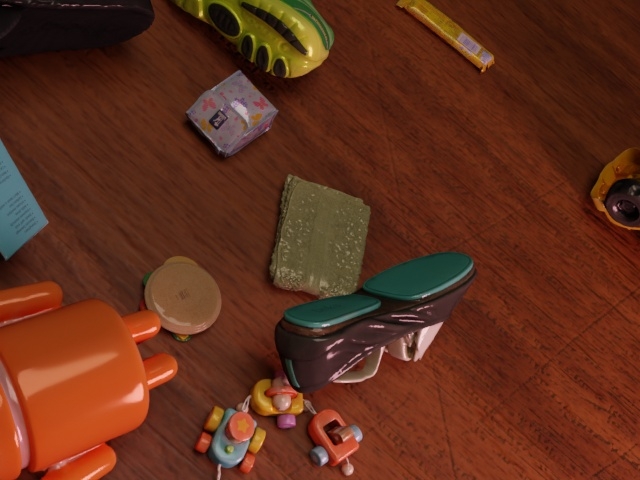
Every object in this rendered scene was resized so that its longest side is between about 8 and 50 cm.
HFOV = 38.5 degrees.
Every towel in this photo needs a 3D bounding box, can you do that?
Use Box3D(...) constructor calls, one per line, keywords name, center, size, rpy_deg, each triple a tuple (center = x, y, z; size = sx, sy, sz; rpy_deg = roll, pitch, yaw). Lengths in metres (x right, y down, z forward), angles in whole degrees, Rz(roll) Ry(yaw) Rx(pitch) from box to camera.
Box3D(name="towel", center=(0.000, 0.000, 1.031), size=(0.110, 0.027, 0.148), rpy_deg=(19, 56, -16))

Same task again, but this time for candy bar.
Box3D(name="candy bar", center=(0.177, -0.294, 1.285), size=(0.161, 0.018, 0.040), rpy_deg=(39, 57, -2))

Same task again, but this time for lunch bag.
Box3D(name="lunch bag", center=(-0.102, -0.142, 1.046), size=(0.083, 0.053, 0.071), rpy_deg=(-39, 82, -27))

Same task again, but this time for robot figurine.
Box3D(name="robot figurine", center=(-0.234, 0.128, 0.784), size=(0.219, 0.158, 0.128), rpy_deg=(-18, 33, -33))

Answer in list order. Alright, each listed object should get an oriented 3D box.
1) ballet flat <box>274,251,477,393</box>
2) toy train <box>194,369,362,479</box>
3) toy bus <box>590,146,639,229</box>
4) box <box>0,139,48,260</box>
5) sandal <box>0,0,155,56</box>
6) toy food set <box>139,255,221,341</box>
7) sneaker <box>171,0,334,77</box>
Box3D(name="ballet flat", center=(0.060, 0.087, 0.966), size=(0.280, 0.095, 0.096), rpy_deg=(-16, 114, -40))
Box3D(name="toy train", center=(-0.036, 0.191, 0.894), size=(0.166, 0.046, 0.125), rpy_deg=(-21, 73, -33))
Box3D(name="toy bus", center=(0.499, -0.025, 1.210), size=(0.149, 0.220, 0.211), rpy_deg=(-46, 120, -31))
Box3D(name="box", center=(-0.339, -0.098, 0.792), size=(0.060, 0.100, 0.244), rpy_deg=(-51, 135, -37))
Box3D(name="sandal", center=(-0.366, -0.189, 0.886), size=(0.445, 0.167, 0.107), rpy_deg=(-12, 86, -30))
Box3D(name="toy food set", center=(-0.142, 0.059, 0.933), size=(0.083, 0.020, 0.082), rpy_deg=(46, 54, 3))
Box3D(name="sneaker", center=(-0.104, -0.311, 1.124), size=(0.295, 0.109, 0.123), rpy_deg=(46, 31, 6))
